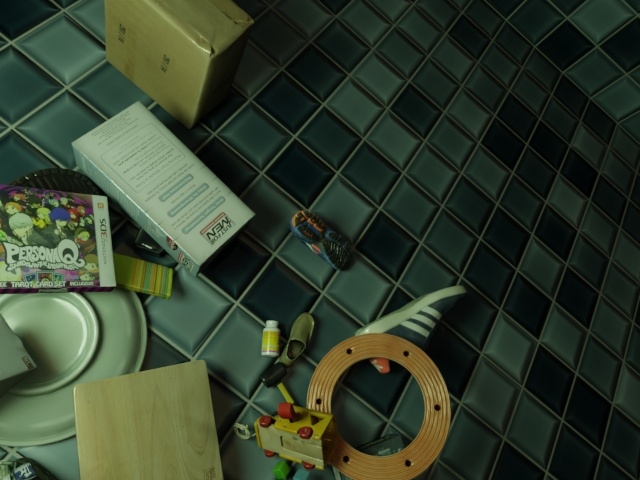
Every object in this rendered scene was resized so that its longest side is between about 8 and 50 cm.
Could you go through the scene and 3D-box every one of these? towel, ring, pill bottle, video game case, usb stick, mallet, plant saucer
[{"bbox_3d":[-0.446,0.067,1.010,0.237,0.021,0.102,19,28,-26],"label":"towel"},{"bbox_3d":[0.135,0.389,1.079,0.336,0.032,0.337,-3,66,6],"label":"ring"},{"bbox_3d":[-0.120,0.240,1.115,0.043,0.043,0.083,9,69,-20],"label":"pill bottle"},{"bbox_3d":[-0.530,0.000,0.892,0.232,0.041,0.210,5,63,-44],"label":"video game case"},{"bbox_3d":[-0.374,-0.092,1.127,0.077,0.045,0.278,19,66,-8],"label":"usb stick"},{"bbox_3d":[-0.081,0.387,1.088,0.062,0.039,0.190,-25,88,-19],"label":"mallet"},{"bbox_3d":[-0.557,0.198,0.917,0.400,0.100,0.401,8,69,-21],"label":"plant saucer"}]

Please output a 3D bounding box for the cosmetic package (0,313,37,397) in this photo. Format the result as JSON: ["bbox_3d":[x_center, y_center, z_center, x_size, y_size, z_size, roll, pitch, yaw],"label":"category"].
[{"bbox_3d":[-0.626,0.246,0.776,0.238,0.107,0.127,-41,86,10],"label":"cosmetic package"}]

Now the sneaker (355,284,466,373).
[{"bbox_3d":[0.268,0.240,1.235,0.349,0.131,0.148,-24,80,-18],"label":"sneaker"}]

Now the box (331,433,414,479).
[{"bbox_3d":[0.141,0.608,1.086,0.183,0.059,0.233,-11,76,-25],"label":"box"}]

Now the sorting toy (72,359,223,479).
[{"bbox_3d":[-0.348,0.395,0.917,0.255,0.089,0.257,-2,74,-36],"label":"sorting toy"}]

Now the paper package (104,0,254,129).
[{"bbox_3d":[-0.356,-0.490,1.115,0.309,0.325,0.168,41,62,-6],"label":"paper package"}]

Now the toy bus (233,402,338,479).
[{"bbox_3d":[-0.059,0.424,1.023,0.202,0.191,0.104,46,33,3],"label":"toy bus"}]

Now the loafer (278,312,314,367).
[{"bbox_3d":[-0.052,0.247,1.138,0.056,0.050,0.148,29,64,-12],"label":"loafer"}]

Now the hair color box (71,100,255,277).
[{"bbox_3d":[-0.354,-0.116,1.053,0.374,0.113,0.185,44,61,-2],"label":"hair color box"}]

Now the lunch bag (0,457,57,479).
[{"bbox_3d":[-0.548,0.513,0.720,0.212,0.256,0.305,48,61,-1],"label":"lunch bag"}]

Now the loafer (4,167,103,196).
[{"bbox_3d":[-0.633,-0.043,0.946,0.134,0.130,0.366,58,40,-4],"label":"loafer"}]

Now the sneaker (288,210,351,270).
[{"bbox_3d":[0.000,0.000,1.232,0.221,0.087,0.083,46,69,-22],"label":"sneaker"}]
